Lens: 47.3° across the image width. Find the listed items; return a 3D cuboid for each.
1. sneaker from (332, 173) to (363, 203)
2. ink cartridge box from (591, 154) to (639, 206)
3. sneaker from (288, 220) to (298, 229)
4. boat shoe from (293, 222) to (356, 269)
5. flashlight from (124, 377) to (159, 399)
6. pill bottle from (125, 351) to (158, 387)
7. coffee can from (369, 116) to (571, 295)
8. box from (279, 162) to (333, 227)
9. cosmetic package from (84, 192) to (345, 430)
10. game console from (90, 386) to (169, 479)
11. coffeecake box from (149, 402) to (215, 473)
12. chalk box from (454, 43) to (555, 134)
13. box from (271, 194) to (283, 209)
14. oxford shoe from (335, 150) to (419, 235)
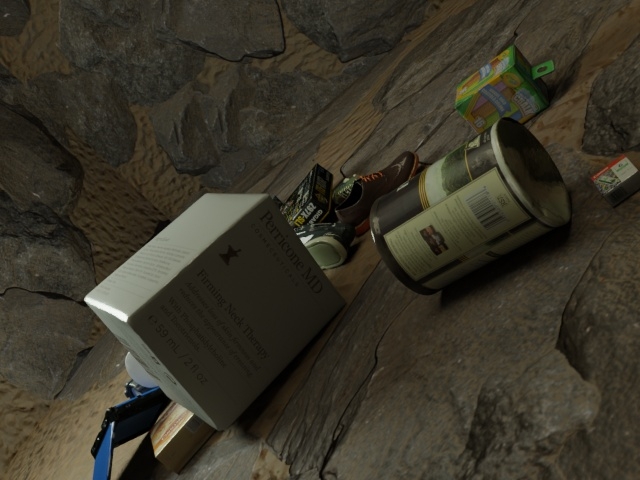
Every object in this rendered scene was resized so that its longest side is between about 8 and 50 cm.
[{"bbox_3d":[0.084,-0.141,2.157,0.086,0.064,0.192,-48,10,-8],"label":"sneaker"},{"bbox_3d":[0.463,-0.102,1.151,0.063,0.029,0.115,-39,17,21],"label":"ink cartridge box"},{"bbox_3d":[-0.125,0.042,2.114,0.217,0.121,0.079,-31,4,40],"label":"sneaker"},{"bbox_3d":[-0.029,0.010,1.945,0.340,0.127,0.113,-18,30,55],"label":"boat shoe"},{"bbox_3d":[-0.406,0.343,2.038,0.304,0.103,0.103,-44,-26,-42],"label":"flashlight"},{"bbox_3d":[-0.383,0.262,1.891,0.152,0.152,0.272,-37,6,27],"label":"pill bottle"},{"bbox_3d":[0.252,-0.052,1.249,0.275,0.201,0.201,-33,20,35],"label":"coffee can"},{"bbox_3d":[-0.068,-0.081,2.294,0.257,0.079,0.322,-51,13,21],"label":"box"},{"bbox_3d":[-0.236,0.136,1.627,0.394,0.329,0.327,-45,24,-22],"label":"cosmetic package"},{"bbox_3d":[-0.471,0.523,1.809,0.250,0.173,0.293,-20,-23,-36],"label":"game console"},{"bbox_3d":[-0.322,0.439,1.709,0.142,0.068,0.185,-49,15,-9],"label":"coffeecake box"},{"bbox_3d":[0.429,-0.342,1.656,0.213,0.132,0.132,-36,18,30],"label":"chalk box"},{"bbox_3d":[-0.245,-0.056,2.778,0.183,0.059,0.232,-37,17,29],"label":"box"},{"bbox_3d":[0.149,-0.141,1.895,0.271,0.098,0.097,-50,29,-8],"label":"oxford shoe"}]
